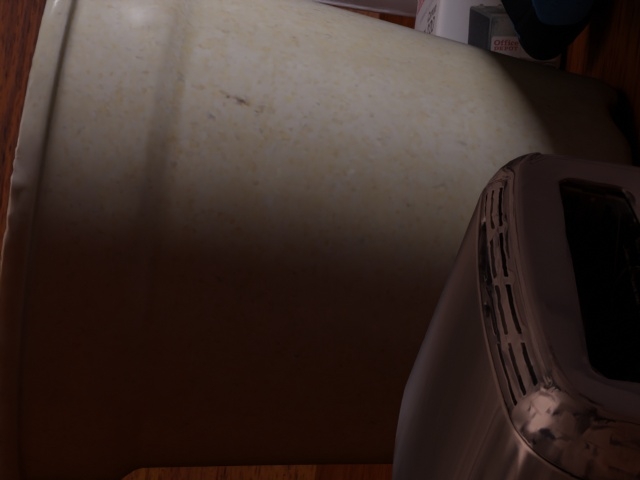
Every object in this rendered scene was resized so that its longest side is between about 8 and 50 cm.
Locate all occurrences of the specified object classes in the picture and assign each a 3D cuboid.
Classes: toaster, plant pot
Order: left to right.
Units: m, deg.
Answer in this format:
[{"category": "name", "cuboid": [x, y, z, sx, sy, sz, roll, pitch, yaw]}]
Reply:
[{"category": "plant pot", "cuboid": [0.000, 0.000, 0.873, 0.334, 0.306, 0.333, -172, 90, -87]}, {"category": "toaster", "cuboid": [0.099, 0.072, 0.541, 0.227, 0.129, 0.146, -84, 6, -55]}]

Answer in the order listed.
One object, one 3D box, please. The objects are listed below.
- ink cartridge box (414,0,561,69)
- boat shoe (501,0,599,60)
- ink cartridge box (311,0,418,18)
[{"category": "ink cartridge box", "cuboid": [0.110, -0.095, 1.093, 0.158, 0.092, 0.217, 122, 157, -82]}, {"category": "boat shoe", "cuboid": [0.128, -0.232, 0.987, 0.089, 0.109, 0.258, 96, -178, -61]}, {"category": "ink cartridge box", "cuboid": [0.069, -0.362, 1.490, 0.115, 0.198, 0.272, -91, 10, -72]}]
